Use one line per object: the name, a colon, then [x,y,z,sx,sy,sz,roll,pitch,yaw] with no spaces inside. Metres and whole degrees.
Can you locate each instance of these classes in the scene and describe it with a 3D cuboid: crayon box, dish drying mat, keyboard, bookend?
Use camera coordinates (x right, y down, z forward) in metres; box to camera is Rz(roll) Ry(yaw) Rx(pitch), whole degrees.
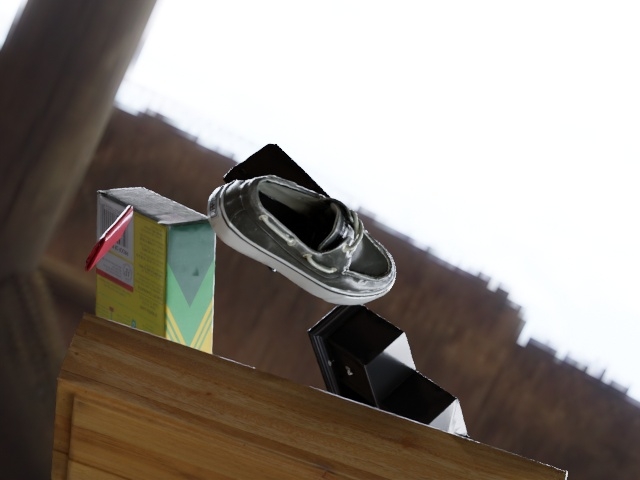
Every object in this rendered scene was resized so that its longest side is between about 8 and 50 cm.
crayon box: [-0.229,0.104,2.604,0.081,0.319,0.202,-7,-161,-34]
dish drying mat: [-0.160,-0.002,1.447,0.008,0.032,0.083,32,-160,0]
keyboard: [-0.038,-0.023,2.018,0.192,0.100,0.038,47,167,44]
bookend: [0.079,0.162,2.057,0.157,0.072,0.156,33,153,37]

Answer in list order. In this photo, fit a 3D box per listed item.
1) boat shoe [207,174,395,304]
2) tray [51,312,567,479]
boat shoe: [0.000,0.000,1.724,0.219,0.070,0.078,22,-122,-40]
tray: [-0.020,0.202,1.604,0.411,0.203,0.076,18,-123,2]
